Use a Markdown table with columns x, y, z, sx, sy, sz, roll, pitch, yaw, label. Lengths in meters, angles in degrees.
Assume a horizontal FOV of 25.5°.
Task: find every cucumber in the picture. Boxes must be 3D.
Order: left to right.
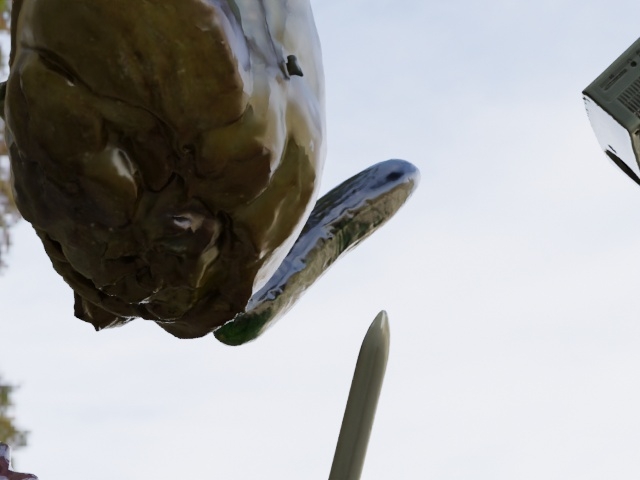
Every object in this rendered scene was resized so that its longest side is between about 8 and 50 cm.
| x | y | z | sx | sy | sz | roll | pitch | yaw | label |
| --- | --- | --- | --- | --- | --- | --- | --- | --- | --- |
| 0.000 | 0.000 | 1.132 | 0.056 | 0.284 | 0.056 | 22 | -49 | 27 | cucumber |

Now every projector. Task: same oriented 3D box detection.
| x | y | z | sx | sy | sz | roll | pitch | yaw | label |
| --- | --- | --- | --- | --- | --- | --- | --- | --- | --- |
| 0.255 | -0.098 | 1.004 | 0.115 | 0.061 | 0.147 | -42 | -27 | 3 | projector |

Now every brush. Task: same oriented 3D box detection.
| x | y | z | sx | sy | sz | roll | pitch | yaw | label |
| --- | --- | --- | --- | --- | --- | --- | --- | --- | --- |
| 0.006 | 0.192 | 0.967 | 0.039 | 0.299 | 0.042 | 15 | -7 | -25 | brush |

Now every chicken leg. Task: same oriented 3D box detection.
| x | y | z | sx | sy | sz | roll | pitch | yaw | label |
| --- | --- | --- | --- | --- | --- | --- | --- | --- | --- |
| -0.088 | -0.166 | 0.672 | 0.152 | 0.429 | 0.201 | -9 | -2 | 4 | chicken leg |

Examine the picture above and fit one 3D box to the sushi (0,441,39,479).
| x | y | z | sx | sy | sz | roll | pitch | yaw | label |
| --- | --- | --- | --- | --- | --- | --- | --- | --- | --- |
| -0.230 | 0.083 | 0.465 | 0.241 | 0.107 | 0.161 | 18 | 5 | 3 | sushi |
